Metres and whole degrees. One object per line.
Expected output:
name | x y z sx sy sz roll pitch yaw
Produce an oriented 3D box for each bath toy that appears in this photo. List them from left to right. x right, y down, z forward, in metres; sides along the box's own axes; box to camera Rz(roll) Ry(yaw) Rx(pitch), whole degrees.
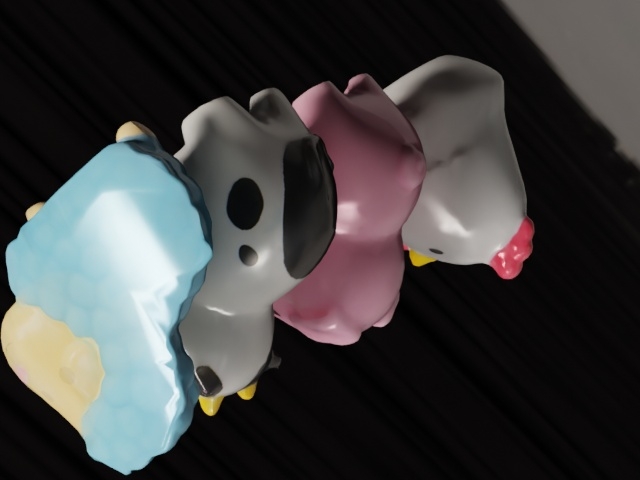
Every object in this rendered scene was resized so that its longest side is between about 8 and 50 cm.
bath toy | 0.000 0.000 0.759 0.151 0.129 0.348 -39 -10 36
